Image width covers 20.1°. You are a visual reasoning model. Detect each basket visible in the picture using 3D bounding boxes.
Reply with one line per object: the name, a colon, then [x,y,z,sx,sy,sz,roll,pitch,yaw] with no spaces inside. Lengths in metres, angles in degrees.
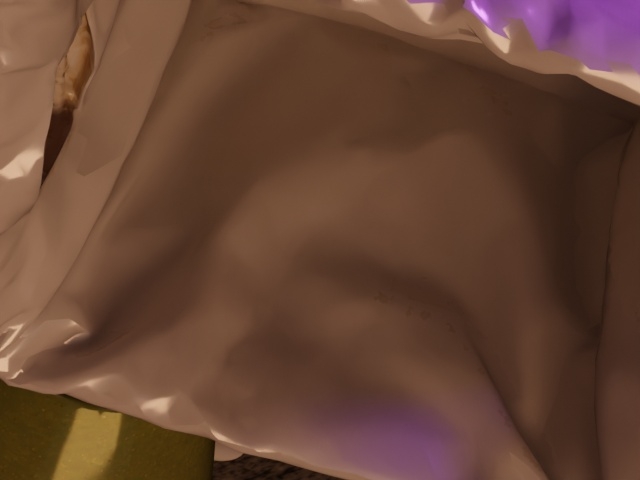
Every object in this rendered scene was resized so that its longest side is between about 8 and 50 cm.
basket: [0.052,-0.079,0.745,0.331,0.266,0.328,17,146,-1]

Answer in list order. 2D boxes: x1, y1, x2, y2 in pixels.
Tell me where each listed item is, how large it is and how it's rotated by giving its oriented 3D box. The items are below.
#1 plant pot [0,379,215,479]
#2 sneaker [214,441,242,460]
plant pot: [-0.175,0.131,1.114,0.275,0.274,0.293,0,142,-27]
sneaker: [0.031,0.039,1.195,0.321,0.127,0.126,-33,146,24]
